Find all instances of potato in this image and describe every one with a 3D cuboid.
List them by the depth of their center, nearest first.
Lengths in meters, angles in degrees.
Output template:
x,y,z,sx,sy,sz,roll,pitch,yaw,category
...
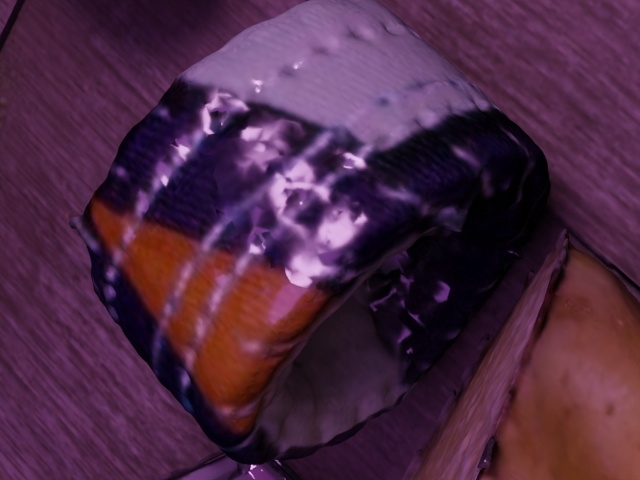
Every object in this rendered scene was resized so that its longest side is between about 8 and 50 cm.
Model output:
x,y,z,sx,sy,sz,roll,pitch,yaw,category
0.145,0.188,0.748,0.237,0.301,0.289,28,134,2,potato

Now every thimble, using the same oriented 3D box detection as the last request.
x,y,z,sx,sy,sz,roll,pitch,yaw,category
0.000,0.000,0.811,0.150,0.237,0.237,47,121,22,thimble

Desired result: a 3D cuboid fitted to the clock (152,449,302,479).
x,y,z,sx,sy,sz,roll,pitch,yaw,category
-0.027,0.218,0.908,0.193,0.144,0.073,41,119,21,clock
